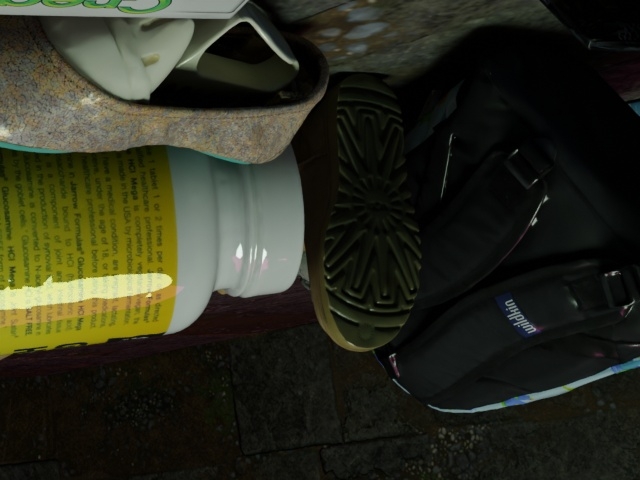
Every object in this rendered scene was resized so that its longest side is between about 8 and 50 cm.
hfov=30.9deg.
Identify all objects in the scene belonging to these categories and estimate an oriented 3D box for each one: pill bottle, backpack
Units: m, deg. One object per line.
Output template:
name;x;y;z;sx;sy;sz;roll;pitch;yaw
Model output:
pill bottle;-0.191;-0.014;0.854;0.334;0.188;0.188;-5;171;-20
backpack;0.158;0.013;1.023;0.355;0.290;0.273;-43;178;40

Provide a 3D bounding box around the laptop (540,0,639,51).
laptop;0.142;-0.126;0.628;0.234;0.264;0.136;-5;134;-27

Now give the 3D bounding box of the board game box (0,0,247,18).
board game box;-0.144;-0.150;0.473;0.305;0.053;0.193;-4;170;-26

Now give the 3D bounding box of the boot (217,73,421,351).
boot;-0.023;0.003;1.006;0.089;0.236;0.269;15;157;-27

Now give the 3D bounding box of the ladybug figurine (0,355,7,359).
ladybug figurine;-0.508;0.064;1.129;0.449;0.162;0.305;-7;171;-12

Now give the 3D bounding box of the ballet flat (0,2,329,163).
ballet flat;-0.100;-0.112;0.689;0.106;0.107;0.316;-37;164;27

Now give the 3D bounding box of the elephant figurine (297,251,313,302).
elephant figurine;0.000;0.000;1.358;0.169;0.186;0.239;-50;-163;-17

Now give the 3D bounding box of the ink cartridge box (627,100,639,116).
ink cartridge box;0.285;-0.082;1.198;0.143;0.090;0.092;-10;171;15
